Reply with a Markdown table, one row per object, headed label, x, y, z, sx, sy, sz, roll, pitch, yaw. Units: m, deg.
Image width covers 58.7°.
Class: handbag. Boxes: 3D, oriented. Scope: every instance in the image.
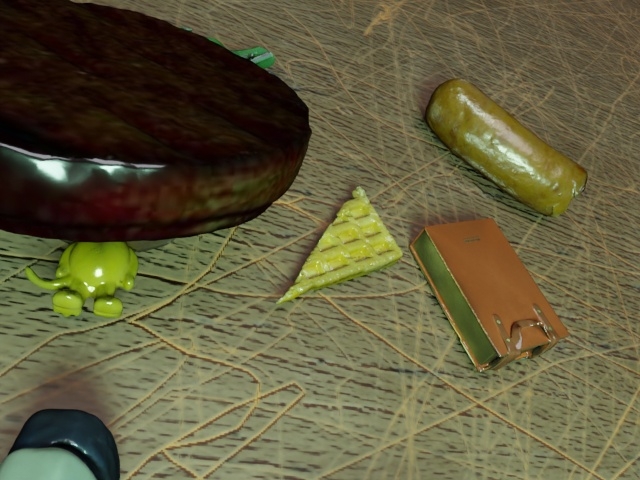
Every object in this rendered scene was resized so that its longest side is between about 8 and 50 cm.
| label | x | y | z | sx | sy | sz | roll | pitch | yaw |
| --- | --- | --- | --- | --- | --- | --- | --- | --- | --- |
| handbag | 0.211 | 0.063 | 0.718 | 0.127 | 0.063 | 0.190 | -6 | 57 | -30 |

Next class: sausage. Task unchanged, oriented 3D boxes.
| label | x | y | z | sx | sy | sz | roll | pitch | yaw |
| --- | --- | --- | --- | --- | --- | --- | --- | --- | --- |
| sausage | 0.277 | -0.142 | 0.875 | 0.270 | 0.109 | 0.109 | 39 | 49 | 3 |

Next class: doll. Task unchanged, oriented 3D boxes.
| label | x | y | z | sx | sy | sz | roll | pitch | yaw |
| --- | --- | --- | --- | --- | --- | --- | --- | --- | --- |
| doll | -0.216 | -0.016 | 0.543 | 0.145 | 0.096 | 0.188 | 23 | 53 | 2 |

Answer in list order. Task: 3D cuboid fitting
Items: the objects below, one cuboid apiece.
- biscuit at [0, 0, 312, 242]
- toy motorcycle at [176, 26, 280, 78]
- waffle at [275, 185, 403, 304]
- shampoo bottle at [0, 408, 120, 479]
| label | x | y | z | sx | sy | sz | roll | pitch | yaw |
| --- | --- | --- | --- | --- | --- | --- | --- | --- | --- |
| biscuit | -0.210 | -0.126 | 0.512 | 0.406 | 0.091 | 0.407 | 14 | 31 | -9 |
| toy motorcycle | -0.144 | -0.232 | 0.754 | 0.190 | 0.074 | 0.106 | 5 | 46 | -24 |
| waffle | 0.000 | 0.000 | 0.674 | 0.190 | 0.032 | 0.125 | -13 | 65 | -35 |
| shampoo bottle | -0.170 | 0.258 | 0.286 | 0.078 | 0.134 | 0.360 | -3 | 29 | -6 |
